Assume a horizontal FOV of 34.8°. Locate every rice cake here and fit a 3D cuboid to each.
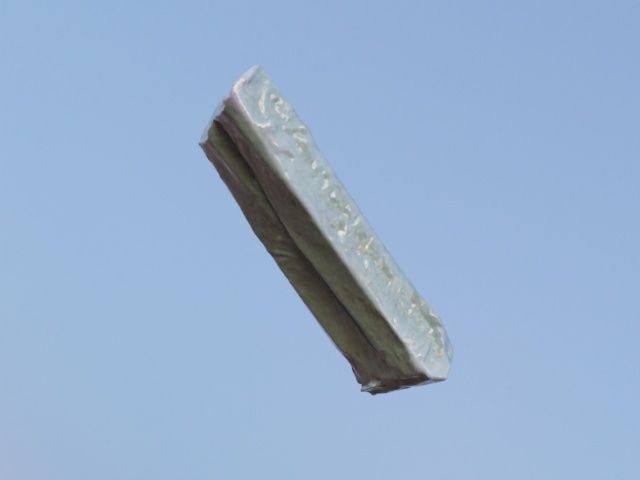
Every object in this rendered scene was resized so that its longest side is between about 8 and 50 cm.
[{"bbox_3d":[0.000,0.000,0.650,0.226,0.040,0.085,56,-32,-8],"label":"rice cake"}]
